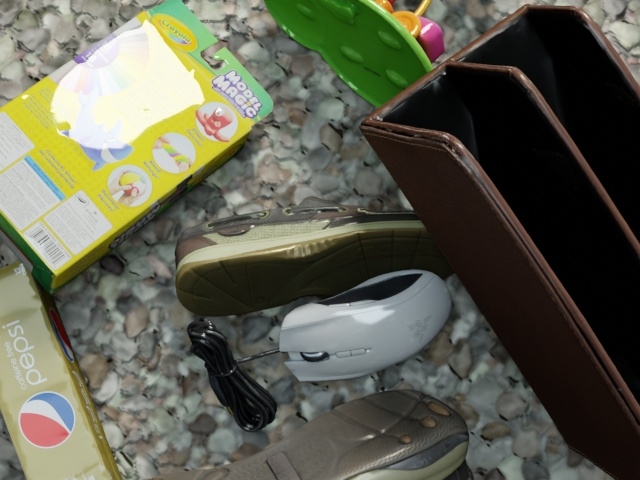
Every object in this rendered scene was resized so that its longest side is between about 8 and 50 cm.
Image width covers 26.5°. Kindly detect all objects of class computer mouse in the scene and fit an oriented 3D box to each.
[{"bbox_3d":[0.007,0.075,0.998,0.193,0.042,0.106,-20,120,1],"label":"computer mouse"}]

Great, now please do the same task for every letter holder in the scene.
[{"bbox_3d":[0.189,0.010,0.898,0.152,0.214,0.302,-36,104,-5],"label":"letter holder"}]

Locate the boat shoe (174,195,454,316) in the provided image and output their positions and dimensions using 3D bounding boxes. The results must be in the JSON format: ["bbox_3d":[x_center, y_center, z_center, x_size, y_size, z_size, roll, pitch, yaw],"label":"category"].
[{"bbox_3d":[-0.001,0.001,1.017,0.223,0.080,0.073,-9,48,-8],"label":"boat shoe"}]

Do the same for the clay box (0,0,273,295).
[{"bbox_3d":[-0.154,-0.076,1.018,0.222,0.053,0.127,-39,83,-25],"label":"clay box"}]

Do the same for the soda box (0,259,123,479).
[{"bbox_3d":[-0.208,0.109,1.011,0.058,0.061,0.181,-21,82,-3],"label":"soda box"}]

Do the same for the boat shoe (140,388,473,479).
[{"bbox_3d":[-0.049,0.228,0.950,0.355,0.132,0.130,-20,108,-6],"label":"boat shoe"}]

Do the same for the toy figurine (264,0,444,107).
[{"bbox_3d":[0.069,-0.202,1.044,0.173,0.130,0.159,32,68,29],"label":"toy figurine"}]
